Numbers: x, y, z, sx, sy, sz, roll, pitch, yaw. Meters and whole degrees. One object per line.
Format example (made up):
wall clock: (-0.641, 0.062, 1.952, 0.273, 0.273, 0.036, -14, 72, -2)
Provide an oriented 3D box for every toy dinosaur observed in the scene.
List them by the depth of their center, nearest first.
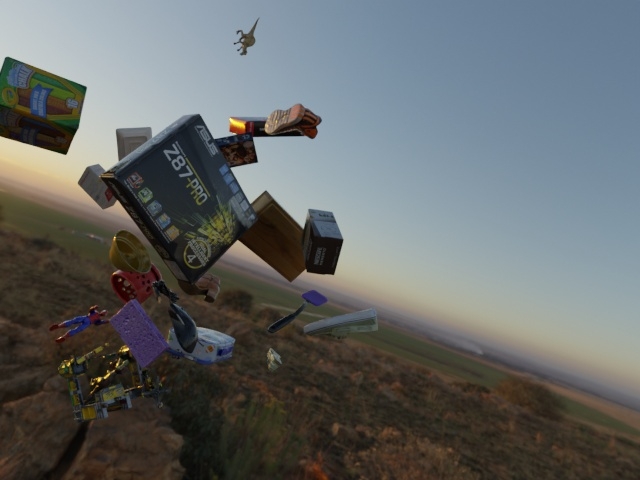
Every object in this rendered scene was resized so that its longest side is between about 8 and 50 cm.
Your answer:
toy dinosaur: (-0.319, -0.878, 1.980, 0.093, 0.183, 0.053, 20, -4, 19)

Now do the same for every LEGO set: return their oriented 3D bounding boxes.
LEGO set: (-0.668, 0.458, 1.521, 0.192, 0.254, 0.331, -20, -16, 30)

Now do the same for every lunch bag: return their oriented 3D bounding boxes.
lunch bag: (-0.501, 0.444, 1.929, 0.243, 0.114, 0.303, 16, -3, 11)

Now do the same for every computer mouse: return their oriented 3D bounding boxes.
computer mouse: (-0.481, 0.243, 1.534, 0.262, 0.060, 0.184, 59, -5, 33)

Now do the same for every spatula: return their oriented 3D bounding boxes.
spatula: (-0.081, 0.251, 1.619, 0.084, 0.030, 0.296, 29, 39, 25)

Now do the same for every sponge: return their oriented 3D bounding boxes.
sponge: (-0.621, 0.319, 1.564, 0.210, 0.117, 0.031, 51, 9, 9)

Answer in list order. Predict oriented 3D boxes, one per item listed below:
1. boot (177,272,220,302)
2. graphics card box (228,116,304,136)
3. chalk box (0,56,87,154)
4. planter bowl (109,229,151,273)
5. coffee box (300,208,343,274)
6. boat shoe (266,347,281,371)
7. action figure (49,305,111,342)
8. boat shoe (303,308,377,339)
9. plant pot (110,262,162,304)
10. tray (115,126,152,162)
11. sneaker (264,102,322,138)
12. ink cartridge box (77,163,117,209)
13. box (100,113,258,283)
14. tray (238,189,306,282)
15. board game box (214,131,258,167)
boot: (-0.551, 0.190, 2.085, 0.197, 0.073, 0.152, 38, 26, -21)
graphics card box: (-0.296, -0.637, 2.554, 0.371, 0.094, 0.233, -8, 22, -33)
chalk box: (-0.903, -0.416, 1.396, 0.289, 0.180, 0.179, 15, -30, -37)
planter bowl: (-0.840, 0.067, 1.969, 0.217, 0.090, 0.217, 59, 8, -14)
coffee box: (0.000, 0.000, 1.585, 0.098, 0.141, 0.246, 8, 22, -11)
boat shoe: (-0.183, 0.456, 1.742, 0.056, 0.048, 0.153, 43, -4, -14)
action figure: (-0.965, 0.331, 1.910, 0.139, 0.091, 0.280, -23, 3, 13)
boat shoe: (0.085, 0.350, 1.838, 0.303, 0.094, 0.109, -13, -11, 2)
plant pot: (-0.877, 0.197, 2.201, 0.191, 0.191, 0.174, 17, 37, 27)
tray: (-0.805, -0.368, 1.990, 0.145, 0.270, 0.030, -10, 48, -26)
sneaker: (-0.118, -0.527, 2.119, 0.180, 0.124, 0.321, 20, -8, -37)
ink cartridge box: (-1.038, -0.256, 2.155, 0.175, 0.127, 0.072, 46, 28, -2)
box: (-0.389, -0.118, 1.341, 0.097, 0.318, 0.394, 8, -45, 39)
tray: (-0.164, -0.002, 1.820, 0.411, 0.203, 0.076, 46, 3, -46)
board game box: (-0.389, -0.360, 1.884, 0.244, 0.042, 0.165, -12, -24, -5)
